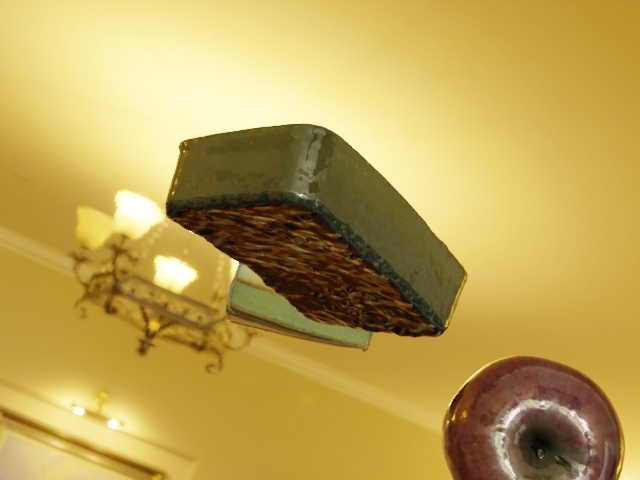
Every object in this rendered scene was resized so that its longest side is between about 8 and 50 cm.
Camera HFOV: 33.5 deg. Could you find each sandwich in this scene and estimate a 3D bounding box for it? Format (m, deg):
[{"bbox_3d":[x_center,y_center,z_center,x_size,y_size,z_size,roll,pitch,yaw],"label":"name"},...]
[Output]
[{"bbox_3d":[-0.012,0.058,1.243,0.187,0.117,0.144,14,-7,-5],"label":"sandwich"}]

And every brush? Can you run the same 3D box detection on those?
[{"bbox_3d":[0.000,0.000,0.692,0.123,0.059,0.197,1,-28,39],"label":"brush"}]

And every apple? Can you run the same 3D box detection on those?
[{"bbox_3d":[0.180,0.174,0.912,0.153,0.153,0.120,19,-9,6],"label":"apple"}]
